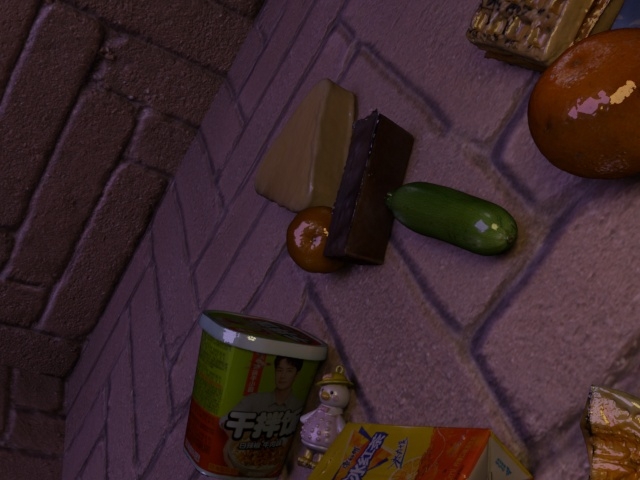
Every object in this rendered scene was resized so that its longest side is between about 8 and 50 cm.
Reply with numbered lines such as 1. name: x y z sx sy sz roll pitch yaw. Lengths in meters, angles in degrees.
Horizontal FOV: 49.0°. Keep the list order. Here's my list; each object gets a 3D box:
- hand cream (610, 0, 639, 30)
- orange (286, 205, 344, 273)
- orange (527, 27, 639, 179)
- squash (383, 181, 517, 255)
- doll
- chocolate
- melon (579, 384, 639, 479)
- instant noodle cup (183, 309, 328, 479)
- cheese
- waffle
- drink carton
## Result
1. hand cream: 0.515 -0.418 1.034 0.272 0.058 0.091 -66 24 16
2. orange: 0.000 0.000 1.569 0.134 0.154 0.155 34 -105 -79
3. orange: 0.396 -0.184 0.958 0.224 0.170 0.224 -35 26 20
4. squash: 0.217 -0.049 1.263 0.102 0.101 0.378 -67 26 3
5. doll: 0.014 0.346 1.372 0.129 0.081 0.207 5 72 42
6. chocolate: 0.107 -0.106 1.489 0.112 0.111 0.321 -7 67 61
7. melon: 0.363 0.259 0.820 0.128 0.079 0.160 -5 65 40
8. instant noodle cup: -0.156 0.336 1.518 0.294 0.293 0.308 15 92 62
9. cheese: -0.021 -0.243 1.817 0.384 0.104 0.384 -41 38 42
10. waffle: 0.422 -0.465 1.172 0.376 0.113 0.261 -63 31 12
11. drink carton: 0.130 0.367 1.063 0.154 0.111 0.351 -48 15 -31
